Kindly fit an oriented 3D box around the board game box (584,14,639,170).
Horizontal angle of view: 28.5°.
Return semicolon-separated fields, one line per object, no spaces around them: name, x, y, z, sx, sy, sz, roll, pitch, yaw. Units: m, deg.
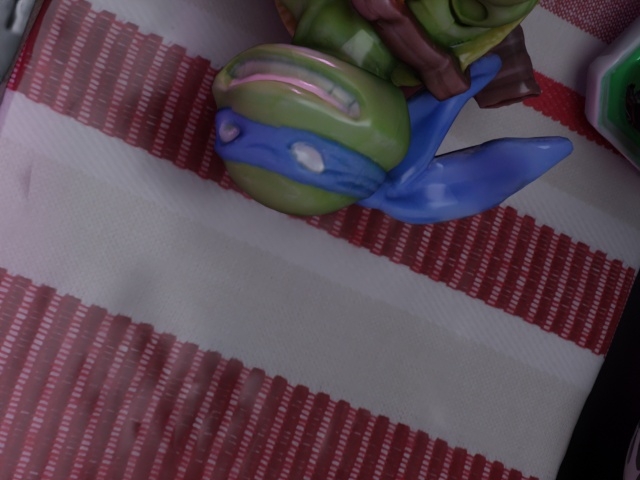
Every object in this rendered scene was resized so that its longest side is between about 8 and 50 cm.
board game box;0.357;-0.064;0.442;0.390;0.050;0.390;38;106;-25

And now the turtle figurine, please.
turtle figurine;0.008;-0.155;0.295;0.275;0.198;0.266;29;79;-25

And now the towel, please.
towel;0.000;0.000;0.425;0.237;0.037;0.328;24;84;-21

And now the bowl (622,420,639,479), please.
bowl;0.152;0.114;0.449;0.080;0.170;0.170;-25;105;27
